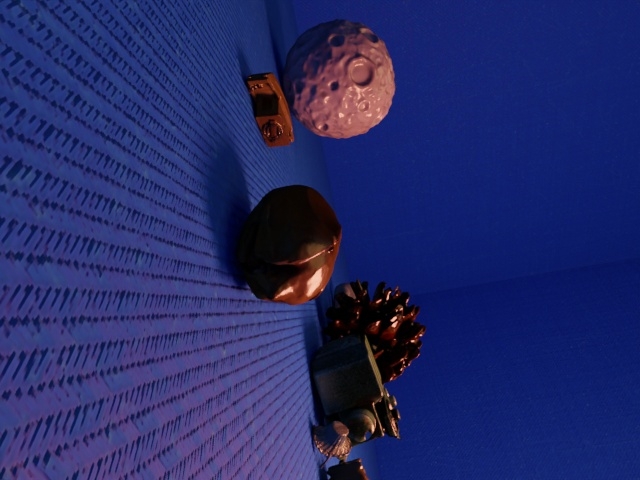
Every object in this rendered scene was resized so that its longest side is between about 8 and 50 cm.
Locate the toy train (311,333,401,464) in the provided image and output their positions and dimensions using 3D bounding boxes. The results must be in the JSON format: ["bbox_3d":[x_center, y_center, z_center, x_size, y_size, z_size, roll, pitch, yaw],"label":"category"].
[{"bbox_3d":[0.071,0.335,1.142,0.299,0.167,0.238,54,16,-83],"label":"toy train"}]

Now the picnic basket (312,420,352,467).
[{"bbox_3d":[0.017,0.368,0.951,0.083,0.083,0.065,-61,-158,24],"label":"picnic basket"}]

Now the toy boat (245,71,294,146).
[{"bbox_3d":[-0.091,-0.237,0.960,0.200,0.057,0.077,71,17,-63],"label":"toy boat"}]

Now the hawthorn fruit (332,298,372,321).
[{"bbox_3d":[0.127,0.277,1.684,0.243,0.207,0.207,-109,-172,-75],"label":"hawthorn fruit"}]

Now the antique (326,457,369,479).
[{"bbox_3d":[0.078,0.554,0.941,0.125,0.150,0.284,79,-6,-69],"label":"antique"}]

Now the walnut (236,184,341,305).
[{"bbox_3d":[-0.037,0.004,0.661,0.245,0.137,0.137,-90,168,-64],"label":"walnut"}]

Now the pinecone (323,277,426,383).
[{"bbox_3d":[0.135,0.250,1.409,0.242,0.298,0.296,-2,70,-48],"label":"pinecone"}]

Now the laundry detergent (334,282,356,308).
[{"bbox_3d":[0.102,0.290,1.878,0.280,0.105,0.215,-79,159,-73],"label":"laundry detergent"}]

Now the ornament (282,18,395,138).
[{"bbox_3d":[0.043,-0.466,1.518,0.337,0.337,0.337,-10,90,-85],"label":"ornament"}]
